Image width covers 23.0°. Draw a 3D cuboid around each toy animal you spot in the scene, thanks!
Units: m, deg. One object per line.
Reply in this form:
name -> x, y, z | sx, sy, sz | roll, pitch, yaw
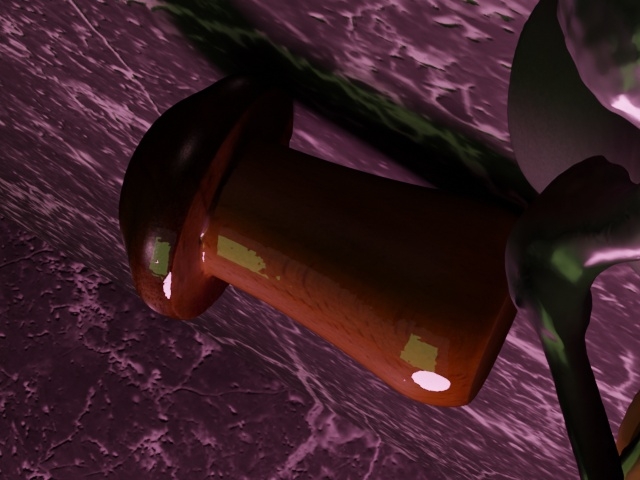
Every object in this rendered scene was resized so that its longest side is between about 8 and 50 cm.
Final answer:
toy animal -> 0.124, -0.072, 0.494 | 0.324, 0.090, 0.195 | -50, 60, 39

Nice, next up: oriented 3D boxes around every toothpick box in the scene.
toothpick box -> 0.000, 0.000, 1.141 | 0.294, 0.192, 0.192 | 23, 165, 12

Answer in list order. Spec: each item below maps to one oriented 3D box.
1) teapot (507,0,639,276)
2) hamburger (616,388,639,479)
teapot -> 0.143, -0.070, 0.654 | 0.149, 0.162, 0.239 | 36, 168, 49
hamburger -> 0.299, 0.141, 0.819 | 0.276, 0.276, 0.237 | 29, -150, 16
